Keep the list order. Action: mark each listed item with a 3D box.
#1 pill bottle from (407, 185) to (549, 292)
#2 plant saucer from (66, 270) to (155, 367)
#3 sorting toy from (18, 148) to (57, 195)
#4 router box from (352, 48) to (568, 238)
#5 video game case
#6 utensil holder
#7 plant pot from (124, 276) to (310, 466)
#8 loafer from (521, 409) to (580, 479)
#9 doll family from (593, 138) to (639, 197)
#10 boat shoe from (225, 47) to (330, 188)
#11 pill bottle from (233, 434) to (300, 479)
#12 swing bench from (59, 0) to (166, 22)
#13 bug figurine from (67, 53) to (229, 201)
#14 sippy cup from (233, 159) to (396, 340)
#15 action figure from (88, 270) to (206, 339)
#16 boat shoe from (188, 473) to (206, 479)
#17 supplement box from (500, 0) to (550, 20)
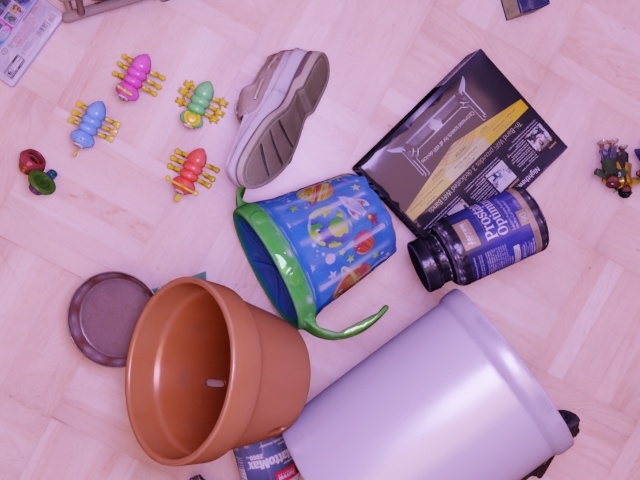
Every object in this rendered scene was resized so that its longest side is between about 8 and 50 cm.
[{"bbox_3d":[0.266,0.003,1.418,0.219,0.123,0.123,-24,97,-4],"label":"pill bottle"},{"bbox_3d":[-0.352,0.135,1.437,0.168,0.029,0.169,0,94,5],"label":"plant saucer"},{"bbox_3d":[-0.493,-0.109,1.438,0.042,0.061,0.102,-39,60,26],"label":"sorting toy"},{"bbox_3d":[0.251,-0.150,1.507,0.309,0.081,0.243,-44,98,-2],"label":"router box"},{"bbox_3d":[-0.544,-0.370,1.432,0.143,0.019,0.157,36,90,-7],"label":"video game case"},{"bbox_3d":[0.172,0.322,1.417,0.385,0.327,0.328,-35,97,0],"label":"utensil holder"},{"bbox_3d":[-0.153,0.215,1.347,0.203,0.290,0.291,13,93,-42],"label":"plant pot"},{"bbox_3d":[0.403,0.404,1.575,0.220,0.080,0.078,-36,107,2],"label":"loafer"},{"bbox_3d":[0.596,-0.127,1.550,0.192,0.076,0.111,-4,75,-1],"label":"doll family"},{"bbox_3d":[-0.090,-0.208,1.412,0.103,0.113,0.302,14,55,24],"label":"boat shoe"},{"bbox_3d":[-0.095,0.400,1.497,0.107,0.108,0.180,-16,96,-5],"label":"pill bottle"},{"bbox_3d":[-0.338,-0.525,1.374,0.254,0.165,0.253,-16,95,-13],"label":"swing bench"},{"bbox_3d":[-0.293,-0.204,1.446,0.279,0.072,0.216,24,91,-7],"label":"bug figurine"},{"bbox_3d":[0.000,0.000,1.430,0.224,0.240,0.306,-29,112,-15],"label":"sippy cup"},{"bbox_3d":[-0.304,0.133,1.475,0.232,0.063,0.137,-7,97,1],"label":"action figure"},{"bbox_3d":[-0.164,0.483,1.521,0.066,0.066,0.183,-43,107,-6],"label":"boat shoe"},{"bbox_3d":[0.362,-0.449,1.495,0.056,0.083,0.083,-18,96,-5],"label":"supplement box"}]
